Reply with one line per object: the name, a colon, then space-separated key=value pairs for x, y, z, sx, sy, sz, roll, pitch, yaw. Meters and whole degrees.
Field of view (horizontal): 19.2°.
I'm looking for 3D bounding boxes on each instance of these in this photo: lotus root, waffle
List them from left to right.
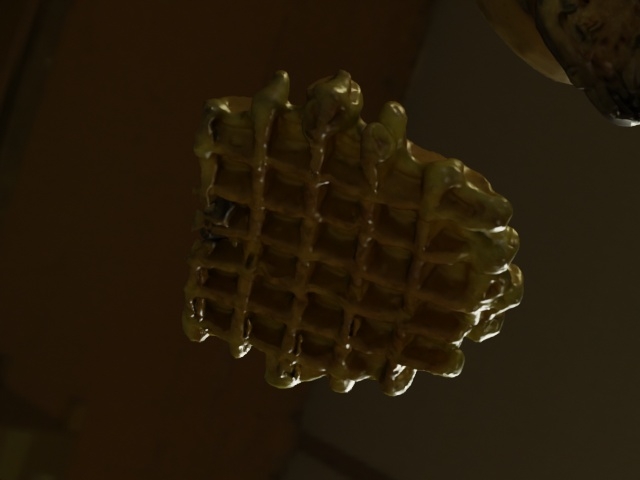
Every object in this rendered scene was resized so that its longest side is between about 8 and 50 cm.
waffle: x=0.001 y=-0.001 z=1.302 sx=0.309 sy=0.283 sz=0.065 roll=-20 pitch=-145 yaw=38
lotus root: x=0.119 y=-0.111 z=0.671 sx=0.125 sy=0.221 sz=0.118 roll=-5 pitch=-63 yaw=33
